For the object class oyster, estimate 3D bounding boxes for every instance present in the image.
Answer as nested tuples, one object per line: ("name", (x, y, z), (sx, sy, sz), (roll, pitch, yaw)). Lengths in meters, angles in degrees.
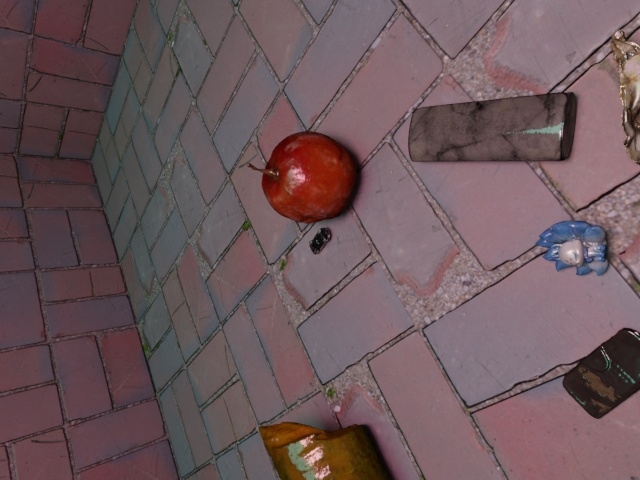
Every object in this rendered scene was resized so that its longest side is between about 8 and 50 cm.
("oyster", (0.487, -0.209, 0.616), (0.106, 0.061, 0.199), (3, 97, 29))

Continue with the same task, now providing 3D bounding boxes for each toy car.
("toy car", (0.000, 0.000, 1.152), (0.093, 0.025, 0.041), (-51, 59, 40))

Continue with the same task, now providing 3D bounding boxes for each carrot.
("carrot", (0.026, 0.557, 1.012), (0.241, 0.242, 0.340), (-48, 63, 38))

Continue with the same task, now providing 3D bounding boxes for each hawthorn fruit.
("hawthorn fruit", (-0.055, -0.156, 1.023), (0.242, 0.272, 0.241), (-5, 83, 47))

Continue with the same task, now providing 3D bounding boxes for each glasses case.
("glasses case", (0.306, -0.204, 0.788), (0.299, 0.060, 0.113), (10, 100, 46))

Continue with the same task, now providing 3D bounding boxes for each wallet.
("wallet", (0.470, 0.214, 0.674), (0.082, 0.018, 0.156), (52, 128, 31))

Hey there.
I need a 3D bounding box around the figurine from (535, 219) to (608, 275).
("figurine", (0.406, 0.010, 0.683), (0.114, 0.079, 0.114), (24, 150, 15))
